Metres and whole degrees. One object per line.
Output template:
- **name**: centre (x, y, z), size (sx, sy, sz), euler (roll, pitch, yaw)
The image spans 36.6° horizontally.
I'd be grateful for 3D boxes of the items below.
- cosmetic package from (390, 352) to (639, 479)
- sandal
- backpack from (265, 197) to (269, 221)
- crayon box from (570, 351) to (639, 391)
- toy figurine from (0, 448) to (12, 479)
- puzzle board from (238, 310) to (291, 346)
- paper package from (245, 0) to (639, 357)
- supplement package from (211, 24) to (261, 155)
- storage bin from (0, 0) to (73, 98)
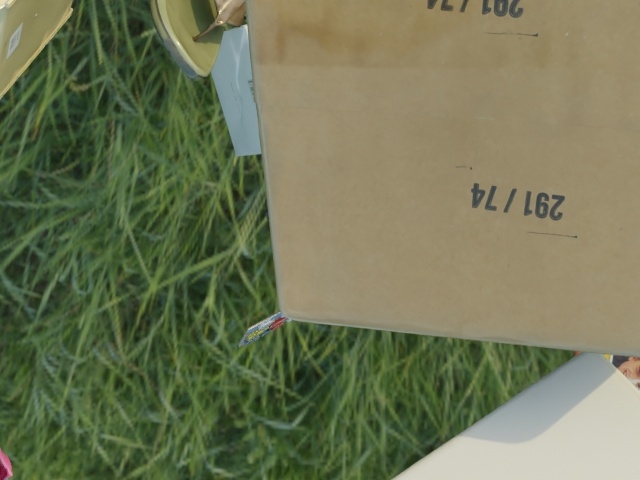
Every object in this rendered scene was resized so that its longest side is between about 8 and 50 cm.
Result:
- **cosmetic package**: centre (0.090, 0.309, 0.774), size (0.453, 0.161, 0.230), euler (-32, 143, -10)
- **sandal**: centre (-0.131, -0.330, 1.258), size (0.086, 0.302, 0.120), euler (-14, 130, 35)
- **backpack**: centre (0.000, 0.000, 1.317), size (0.115, 0.182, 0.152), euler (-25, 164, -12)
- **crayon box**: centre (0.464, 0.287, 1.299), size (0.106, 0.313, 0.362), euler (7, 106, -48)
- **toy figurine**: centre (-0.326, 0.230, 0.805), size (0.130, 0.159, 0.173), euler (38, 168, -21)
- **puzzle board**: centre (-0.060, 0.117, 1.443), size (0.128, 0.011, 0.096), euler (-29, 169, -22)
- **paper package**: centre (0.133, -0.093, 0.674), size (0.325, 0.168, 0.309), euler (4, 113, 21)
- **supplement package**: centre (-0.043, -0.255, 1.518), size (0.149, 0.203, 0.194), euler (4, 113, 57)
- **storage bin**: centre (-0.421, -0.326, 1.265), size (0.123, 0.260, 0.262), euler (33, 148, -8)
